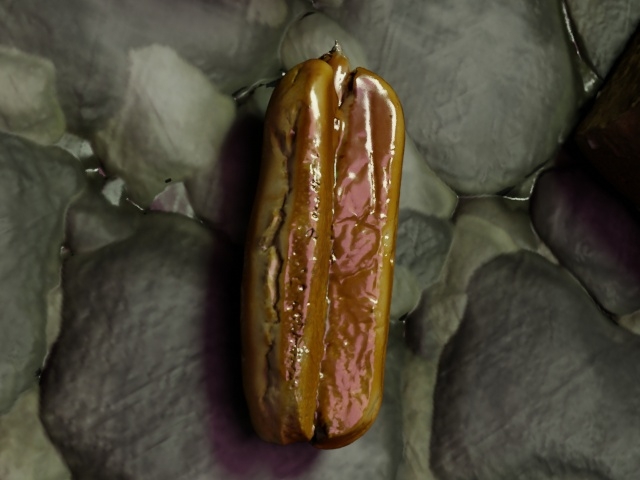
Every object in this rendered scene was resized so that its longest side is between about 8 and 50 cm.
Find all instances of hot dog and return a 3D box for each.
[{"bbox_3d":[0.000,0.000,1.016,0.092,0.062,0.236,14,77,-27],"label":"hot dog"}]

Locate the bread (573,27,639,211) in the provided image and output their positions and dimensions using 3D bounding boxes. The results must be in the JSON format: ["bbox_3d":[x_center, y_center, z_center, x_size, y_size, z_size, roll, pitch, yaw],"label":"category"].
[{"bbox_3d":[0.332,-0.171,1.215,0.165,0.113,0.416,43,62,-19],"label":"bread"}]
